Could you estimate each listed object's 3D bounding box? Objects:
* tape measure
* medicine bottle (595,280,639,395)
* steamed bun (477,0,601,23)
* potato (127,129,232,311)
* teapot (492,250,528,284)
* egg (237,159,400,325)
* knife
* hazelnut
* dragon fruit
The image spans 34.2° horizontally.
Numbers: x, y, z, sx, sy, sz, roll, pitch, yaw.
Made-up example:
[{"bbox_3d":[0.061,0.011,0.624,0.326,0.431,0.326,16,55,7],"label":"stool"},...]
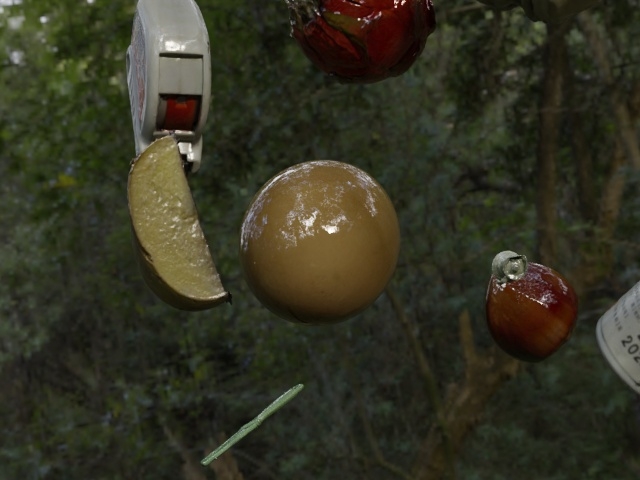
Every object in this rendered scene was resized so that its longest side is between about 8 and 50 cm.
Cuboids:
[{"bbox_3d":[-0.261,-0.278,1.814,0.130,0.258,0.265,1,-40,-18],"label":"tape measure"},{"bbox_3d":[0.676,0.105,1.819,0.211,0.211,0.371,-8,-35,-47],"label":"medicine bottle"},{"bbox_3d":[0.364,-0.484,1.795,0.275,0.206,0.320,25,19,-13],"label":"steamed bun"},{"bbox_3d":[-0.209,-0.015,1.397,0.098,0.243,0.138,-18,5,-17],"label":"potato"},{"bbox_3d":[0.333,0.049,1.827,0.067,0.057,0.083,-55,0,-3],"label":"teapot"},{"bbox_3d":[0.000,0.000,1.955,0.301,0.301,0.374,-11,15,13],"label":"egg"},{"bbox_3d":[-0.126,0.354,2.015,0.293,0.020,0.043,-33,5,-39],"label":"knife"},{"bbox_3d":[0.399,0.130,2.044,0.208,0.208,0.208,-10,-2,0],"label":"hazelnut"},{"bbox_3d":[0.081,-0.451,2.078,0.342,0.277,0.277,-16,2,-41],"label":"dragon fruit"}]
